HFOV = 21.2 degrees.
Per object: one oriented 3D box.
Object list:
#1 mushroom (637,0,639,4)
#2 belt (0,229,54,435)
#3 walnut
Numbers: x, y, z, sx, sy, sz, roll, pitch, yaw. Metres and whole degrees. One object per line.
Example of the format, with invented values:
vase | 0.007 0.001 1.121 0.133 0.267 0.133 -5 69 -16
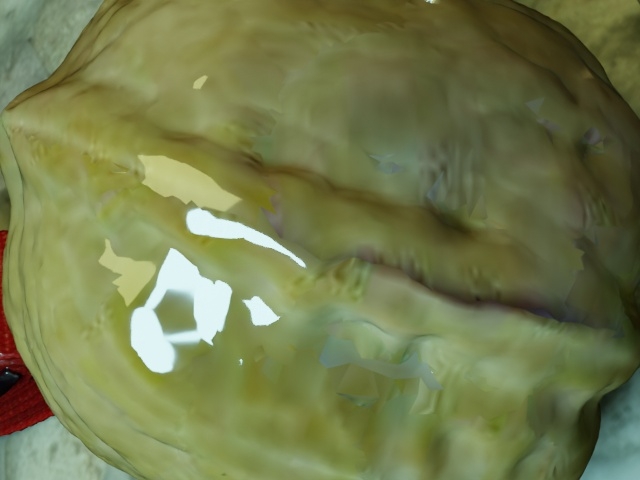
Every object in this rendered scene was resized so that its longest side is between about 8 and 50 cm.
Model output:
mushroom | 0.189 -0.212 0.956 0.116 0.093 0.225 -50 52 42
belt | -0.249 0.064 1.194 0.201 0.128 0.124 -24 60 27
walnut | -0.001 -0.001 0.867 0.306 0.344 0.306 -45 31 38
